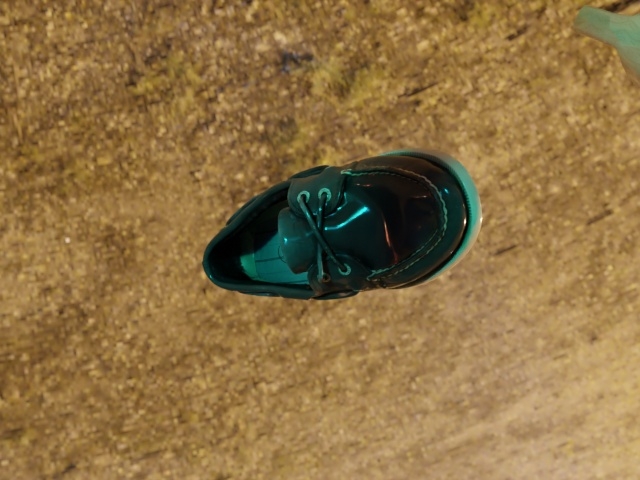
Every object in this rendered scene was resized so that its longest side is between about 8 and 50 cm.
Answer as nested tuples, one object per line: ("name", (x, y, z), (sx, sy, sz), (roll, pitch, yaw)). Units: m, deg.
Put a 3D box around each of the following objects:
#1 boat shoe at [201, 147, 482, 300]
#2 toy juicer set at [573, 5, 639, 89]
("boat shoe", (-0.001, -0.004, 0.931), (0.113, 0.127, 0.340), (-17, -172, -36))
("toy juicer set", (0.164, 0.041, 0.308), (0.089, 0.329, 0.209), (-45, 166, 15))
